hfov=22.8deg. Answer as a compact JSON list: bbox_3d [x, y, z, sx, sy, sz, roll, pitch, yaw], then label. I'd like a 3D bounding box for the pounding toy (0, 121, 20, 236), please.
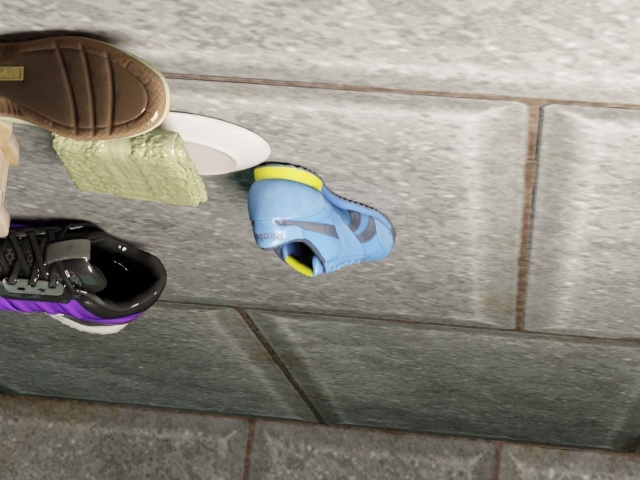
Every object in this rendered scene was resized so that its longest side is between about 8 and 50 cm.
[{"bbox_3d":[-0.371,-0.036,1.230,0.270,0.154,0.154,12,160,-22],"label":"pounding toy"}]

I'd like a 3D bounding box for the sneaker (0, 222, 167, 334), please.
[{"bbox_3d":[-0.281,0.020,1.559,0.293,0.102,0.146,10,162,-33],"label":"sneaker"}]

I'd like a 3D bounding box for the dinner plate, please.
[{"bbox_3d":[-0.110,-0.073,1.258,0.141,0.017,0.141,7,165,2],"label":"dinner plate"}]

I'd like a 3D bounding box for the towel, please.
[{"bbox_3d":[-0.149,-0.060,1.239,0.110,0.027,0.148,7,167,6],"label":"towel"}]

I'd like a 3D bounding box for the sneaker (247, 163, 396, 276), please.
[{"bbox_3d":[0.000,0.000,1.369,0.069,0.082,0.209,-4,164,28],"label":"sneaker"}]

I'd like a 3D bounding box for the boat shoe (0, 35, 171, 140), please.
[{"bbox_3d":[-0.180,-0.105,1.085,0.190,0.068,0.072,11,-179,21],"label":"boat shoe"}]
